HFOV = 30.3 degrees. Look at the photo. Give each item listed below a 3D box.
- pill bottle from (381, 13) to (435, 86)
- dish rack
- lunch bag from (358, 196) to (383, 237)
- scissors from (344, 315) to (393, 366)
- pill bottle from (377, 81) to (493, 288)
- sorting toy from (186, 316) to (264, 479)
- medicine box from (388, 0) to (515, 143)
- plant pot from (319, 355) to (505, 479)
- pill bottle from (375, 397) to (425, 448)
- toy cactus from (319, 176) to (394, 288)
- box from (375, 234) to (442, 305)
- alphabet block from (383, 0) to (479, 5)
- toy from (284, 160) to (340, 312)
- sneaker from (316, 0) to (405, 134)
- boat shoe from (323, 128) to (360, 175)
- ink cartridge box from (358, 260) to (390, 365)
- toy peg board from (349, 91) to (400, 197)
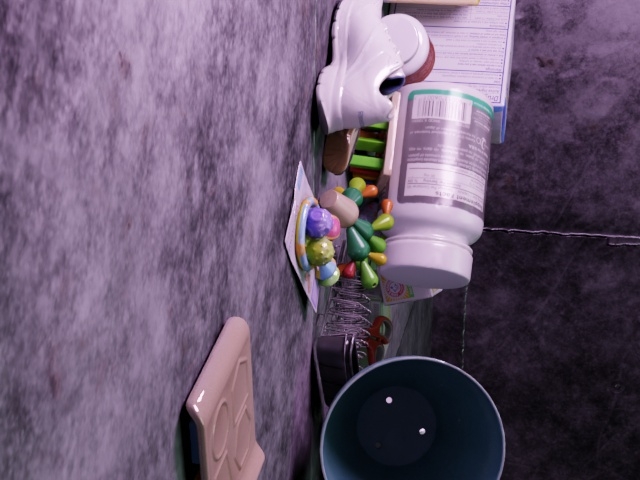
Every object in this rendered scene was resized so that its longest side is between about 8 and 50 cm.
[{"bbox_3d":[0.153,-0.366,2.267,0.216,0.121,0.121,1,94,-80],"label":"pill bottle"},{"bbox_3d":[0.048,0.144,2.066,0.208,0.074,0.271,83,15,-50],"label":"dish rack"},{"bbox_3d":[0.098,-0.037,2.313,0.071,0.053,0.083,80,27,-46],"label":"lunch bag"},{"bbox_3d":[0.086,0.175,2.308,0.297,0.021,0.109,45,62,-62],"label":"scissors"},{"bbox_3d":[0.215,-0.102,2.253,0.204,0.204,0.361,60,36,-72],"label":"pill bottle"},{"bbox_3d":[-0.112,0.220,1.356,0.193,0.038,0.208,-68,155,-59],"label":"sorting toy"},{"bbox_3d":[0.267,-0.366,2.493,0.149,0.264,0.289,74,23,-61],"label":"medicine box"},{"bbox_3d":[0.137,0.320,1.933,0.195,0.290,0.290,-145,-121,-85],"label":"plant pot"},{"bbox_3d":[0.129,0.449,2.221,0.224,0.224,0.392,-71,163,-53],"label":"pill bottle"},{"bbox_3d":[0.049,-0.028,1.958,0.180,0.112,0.219,42,45,-48],"label":"toy cactus"},{"bbox_3d":[0.170,0.022,2.415,0.114,0.103,0.203,-18,96,-73],"label":"box"},{"bbox_3d":[0.234,-0.587,2.401,0.193,0.197,0.192,-64,157,-63],"label":"alphabet block"},{"bbox_3d":[0.000,0.000,1.789,0.237,0.056,0.136,76,20,-61],"label":"toy"},{"bbox_3d":[0.075,-0.282,1.872,0.111,0.129,0.297,76,20,-54],"label":"sneaker"},{"bbox_3d":[0.036,-0.179,1.926,0.049,0.056,0.152,66,40,-79],"label":"boat shoe"},{"bbox_3d":[0.125,0.137,2.534,0.235,0.056,0.171,-63,155,-60],"label":"ink cartridge box"},{"bbox_3d":[0.088,-0.180,2.187,0.160,0.079,0.161,118,-19,-76],"label":"toy peg board"}]
